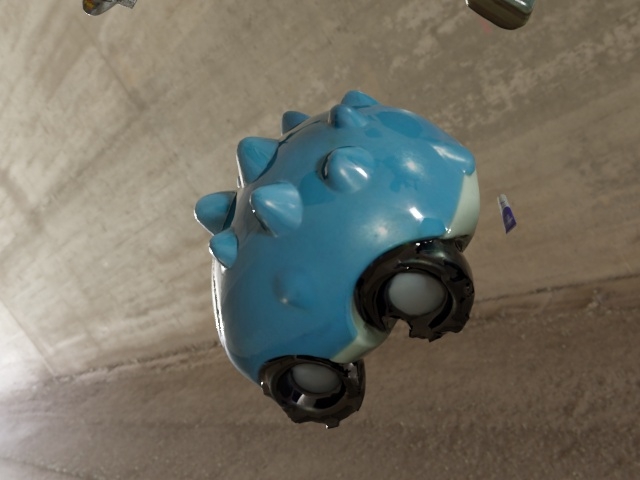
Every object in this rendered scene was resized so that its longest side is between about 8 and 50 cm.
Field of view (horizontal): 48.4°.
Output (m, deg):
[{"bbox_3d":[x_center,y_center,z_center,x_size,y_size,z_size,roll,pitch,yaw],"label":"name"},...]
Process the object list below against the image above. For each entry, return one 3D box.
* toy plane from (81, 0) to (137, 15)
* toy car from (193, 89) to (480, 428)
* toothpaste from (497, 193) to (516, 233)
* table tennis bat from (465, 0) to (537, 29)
[{"bbox_3d":[-0.233,-0.415,0.927,0.107,0.181,0.273,-94,26,-78],"label":"toy plane"},{"bbox_3d":[0.000,0.000,0.551,0.255,0.190,0.188,-47,17,35],"label":"toy car"},{"bbox_3d":[0.289,-0.042,1.103,0.024,0.015,0.083,-49,24,34],"label":"toothpaste"},{"bbox_3d":[0.142,-0.220,0.384,0.274,0.154,0.021,-62,4,-22],"label":"table tennis bat"}]
